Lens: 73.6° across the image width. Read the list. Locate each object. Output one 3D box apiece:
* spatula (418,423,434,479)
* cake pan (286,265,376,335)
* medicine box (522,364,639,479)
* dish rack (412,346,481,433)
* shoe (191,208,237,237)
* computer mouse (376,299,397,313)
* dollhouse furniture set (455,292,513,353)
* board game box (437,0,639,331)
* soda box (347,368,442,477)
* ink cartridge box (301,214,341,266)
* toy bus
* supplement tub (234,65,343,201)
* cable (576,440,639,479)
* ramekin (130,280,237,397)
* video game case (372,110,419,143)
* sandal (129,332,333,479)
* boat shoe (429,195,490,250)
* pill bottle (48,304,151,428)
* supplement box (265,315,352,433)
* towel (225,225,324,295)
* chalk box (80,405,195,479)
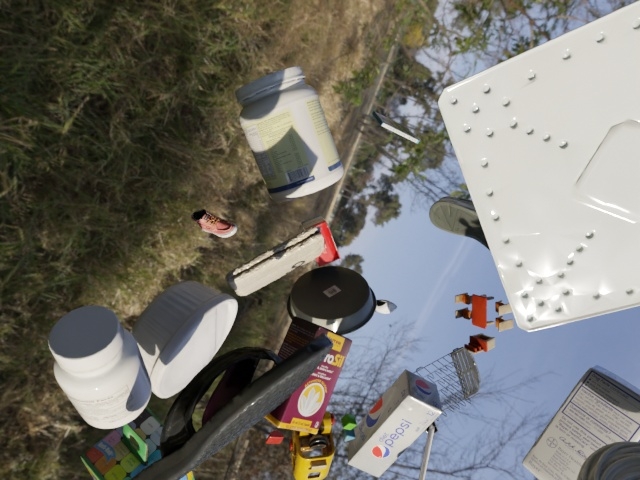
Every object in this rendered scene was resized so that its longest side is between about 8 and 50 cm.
[{"bbox_3d":[0.257,0.584,1.064,0.168,0.019,0.242,60,46,-66],"label":"spatula"},{"bbox_3d":[0.034,0.181,1.377,0.293,0.292,0.054,-77,166,-53],"label":"cake pan"},{"bbox_3d":[0.659,0.464,1.049,0.263,0.149,0.289,20,104,-53],"label":"medicine box"},{"bbox_3d":[0.427,0.494,1.445,0.208,0.271,0.074,70,-13,-11],"label":"dish rack"},{"bbox_3d":[-0.384,-0.063,1.533,0.081,0.177,0.064,51,58,-49],"label":"shoe"},{"bbox_3d":[0.218,0.259,1.668,0.193,0.106,0.042,-11,-130,59],"label":"computer mouse"},{"bbox_3d":[0.739,0.382,1.991,0.262,0.135,0.259,9,-76,60],"label":"dollhouse furniture set"},{"bbox_3d":[0.406,-0.096,0.568,0.389,0.390,0.050,-20,-163,20],"label":"board game box"},{"bbox_3d":[0.179,0.464,1.079,0.286,0.098,0.091,-59,-172,25],"label":"soda box"},{"bbox_3d":[0.000,0.000,1.438,0.231,0.077,0.134,-121,-171,-78],"label":"ink cartridge box"},{"bbox_3d":[-0.014,0.486,1.011,0.191,0.202,0.104,-36,-142,16],"label":"toy bus"},{"bbox_3d":[-0.089,-0.297,1.222,0.235,0.235,0.325,-88,158,-74],"label":"supplement tub"},{"bbox_3d":[0.600,0.498,0.761,0.257,0.256,0.089,-86,161,-51],"label":"cable"},{"bbox_3d":[-0.328,0.217,1.011,0.273,0.127,0.273,-54,167,-19],"label":"ramekin"},{"bbox_3d":[0.273,-0.413,1.559,0.015,0.166,0.119,-59,-152,27],"label":"video game case"},{"bbox_3d":[-0.171,0.261,0.646,0.445,0.107,0.167,-41,163,16],"label":"sandal"},{"bbox_3d":[0.459,-0.043,1.157,0.103,0.320,0.118,-38,142,-48],"label":"boat shoe"},{"bbox_3d":[-0.381,0.222,0.747,0.131,0.131,0.229,-75,176,-45],"label":"pill bottle"},{"bbox_3d":[-0.029,0.253,0.811,0.080,0.104,0.188,12,-105,48],"label":"supplement box"},{"bbox_3d":[-0.117,0.058,1.160,0.282,0.049,0.187,-28,164,-9],"label":"towel"},{"bbox_3d":[-0.448,0.561,1.064,0.179,0.180,0.289,-37,145,-38],"label":"chalk box"}]
